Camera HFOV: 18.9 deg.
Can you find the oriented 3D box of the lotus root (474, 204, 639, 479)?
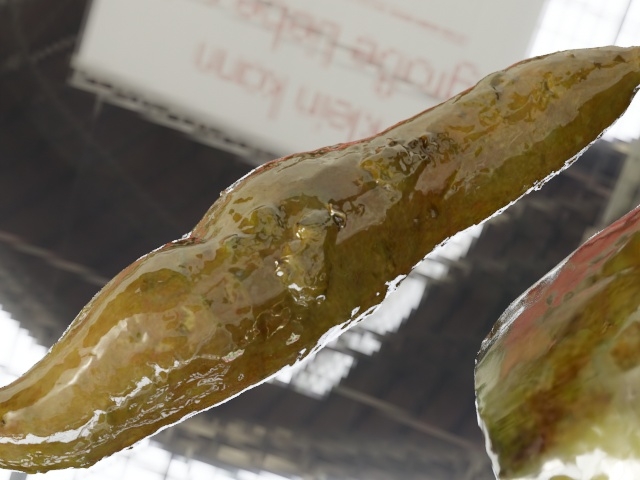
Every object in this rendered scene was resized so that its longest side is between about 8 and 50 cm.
[{"bbox_3d":[0.238,0.053,0.620,0.250,0.346,0.250,42,-149,-32],"label":"lotus root"}]

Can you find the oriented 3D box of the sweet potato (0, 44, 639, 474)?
[{"bbox_3d":[0.000,0.000,0.622,0.274,0.067,0.067,-32,-138,-13],"label":"sweet potato"}]
